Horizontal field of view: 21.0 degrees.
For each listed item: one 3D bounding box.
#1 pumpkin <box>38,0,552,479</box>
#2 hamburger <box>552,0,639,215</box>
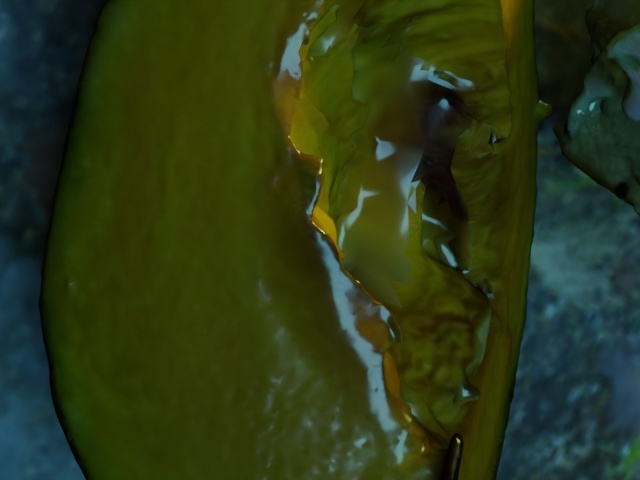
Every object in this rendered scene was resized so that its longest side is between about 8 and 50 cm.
[{"bbox_3d":[0.000,0.000,0.605,0.148,0.169,0.312,9,95,12],"label":"pumpkin"},{"bbox_3d":[0.225,-0.087,0.611,0.288,0.192,0.167,-12,123,-31],"label":"hamburger"}]
